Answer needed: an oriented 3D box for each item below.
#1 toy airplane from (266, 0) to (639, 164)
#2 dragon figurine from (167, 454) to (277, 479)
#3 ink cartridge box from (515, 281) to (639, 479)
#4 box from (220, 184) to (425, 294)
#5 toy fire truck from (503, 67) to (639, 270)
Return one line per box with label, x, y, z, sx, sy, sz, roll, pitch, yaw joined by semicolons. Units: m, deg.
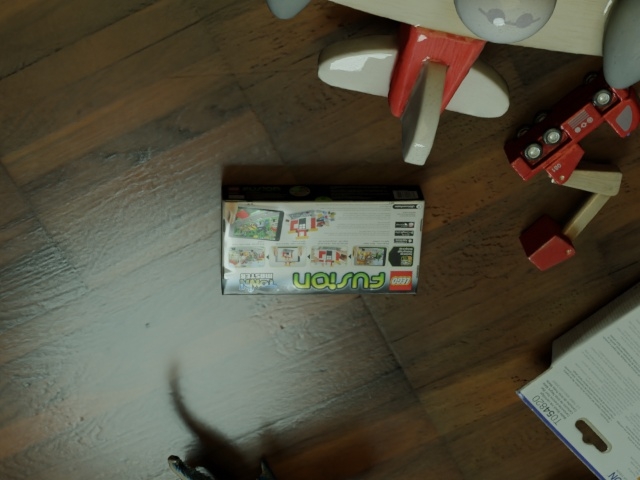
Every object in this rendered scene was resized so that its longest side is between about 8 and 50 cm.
toy airplane;0.131;-0.230;1.364;0.386;0.272;0.384;-29;119;10
dragon figurine;-0.078;0.310;1.757;0.144;0.085;0.289;-16;124;1
ink cartridge box;0.364;0.161;1.739;0.224;0.045;0.223;-37;116;16
box;0.000;0.000;1.618;0.207;0.036;0.114;0;120;-6
toy fire truck;0.261;-0.073;1.595;0.192;0.047;0.135;-38;116;15
